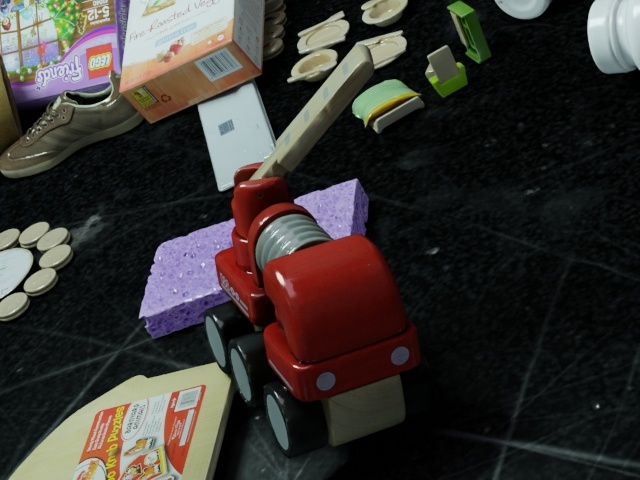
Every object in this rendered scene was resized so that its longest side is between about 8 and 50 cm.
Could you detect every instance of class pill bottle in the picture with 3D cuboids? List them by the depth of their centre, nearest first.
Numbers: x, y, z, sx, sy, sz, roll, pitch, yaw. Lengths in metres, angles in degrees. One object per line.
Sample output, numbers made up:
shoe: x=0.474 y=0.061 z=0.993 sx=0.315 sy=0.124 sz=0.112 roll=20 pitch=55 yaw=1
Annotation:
pill bottle: x=0.325 y=-0.189 z=1.325 sx=0.169 sy=0.094 sz=0.094 roll=-4 pitch=38 yaw=35
pill bottle: x=0.228 y=-0.287 z=1.582 sx=0.065 sy=0.065 sz=0.116 roll=-1 pitch=39 yaw=38

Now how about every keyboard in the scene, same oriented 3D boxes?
keyboard: x=-0.092 y=-0.126 z=1.648 sx=0.072 sy=0.014 sz=0.256 roll=-30 pitch=29 yaw=6

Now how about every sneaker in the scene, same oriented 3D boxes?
sneaker: x=-0.300 y=-0.140 z=1.772 sx=0.188 sy=0.071 sz=0.066 roll=-24 pitch=30 yaw=5

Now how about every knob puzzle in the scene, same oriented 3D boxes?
knob puzzle: x=-0.161 y=0.181 z=1.213 sx=0.213 sy=0.030 sz=0.213 roll=-20 pitch=32 yaw=13

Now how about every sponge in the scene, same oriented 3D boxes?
sponge: x=-0.060 y=0.015 z=1.385 sx=0.210 sy=0.031 sz=0.117 roll=-19 pitch=31 yaw=16

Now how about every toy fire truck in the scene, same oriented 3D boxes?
toy fire truck: x=0.000 y=0.000 z=1.135 sx=0.159 sy=0.246 sz=0.217 roll=-17 pitch=27 yaw=-16

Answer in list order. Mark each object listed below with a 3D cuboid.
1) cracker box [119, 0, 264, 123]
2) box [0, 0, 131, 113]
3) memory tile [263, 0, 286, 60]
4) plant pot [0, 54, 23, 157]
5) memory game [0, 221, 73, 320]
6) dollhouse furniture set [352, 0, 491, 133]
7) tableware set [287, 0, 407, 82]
cracker box: x=-0.146 y=-0.263 z=1.771 sx=0.156 sy=0.067 sz=0.232 roll=-22 pitch=44 yaw=23
box: x=-0.357 y=-0.268 z=1.905 sx=0.293 sy=0.200 sz=0.057 roll=-9 pitch=-7 yaw=29
memory tile: x=-0.093 y=-0.240 z=1.819 sx=0.113 sy=0.012 sz=0.148 roll=-20 pitch=31 yaw=13
plant pot: x=-0.493 y=-0.139 z=1.811 sx=0.254 sy=0.237 sz=0.237 roll=-15 pitch=29 yaw=-7
memory game: x=-0.340 y=0.043 z=1.585 sx=0.186 sy=0.012 sz=0.186 roll=-19 pitch=31 yaw=12
dollhouse furniture set: x=0.094 y=-0.175 z=1.523 sx=0.152 sy=0.058 sz=0.076 roll=-30 pitch=30 yaw=-4
tableware set: x=0.032 y=-0.222 z=1.684 sx=0.141 sy=0.020 sz=0.168 roll=-17 pitch=31 yaw=17
